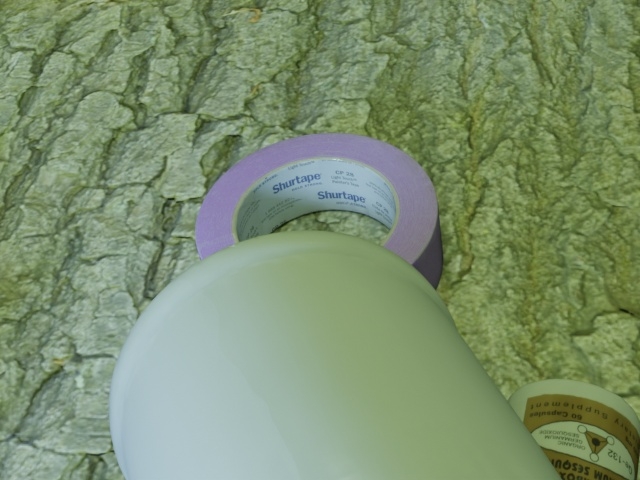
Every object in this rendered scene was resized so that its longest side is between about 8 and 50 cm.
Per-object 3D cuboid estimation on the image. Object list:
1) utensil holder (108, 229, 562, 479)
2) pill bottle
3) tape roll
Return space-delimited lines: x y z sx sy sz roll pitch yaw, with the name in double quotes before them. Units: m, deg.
"utensil holder" 0.019 0.215 0.965 0.328 0.327 0.385 -19 28 -7
"pill bottle" 0.210 0.249 1.100 0.131 0.131 0.229 6 48 16
"tape roll" 0.000 0.000 1.410 0.275 0.090 0.275 -6 45 6
